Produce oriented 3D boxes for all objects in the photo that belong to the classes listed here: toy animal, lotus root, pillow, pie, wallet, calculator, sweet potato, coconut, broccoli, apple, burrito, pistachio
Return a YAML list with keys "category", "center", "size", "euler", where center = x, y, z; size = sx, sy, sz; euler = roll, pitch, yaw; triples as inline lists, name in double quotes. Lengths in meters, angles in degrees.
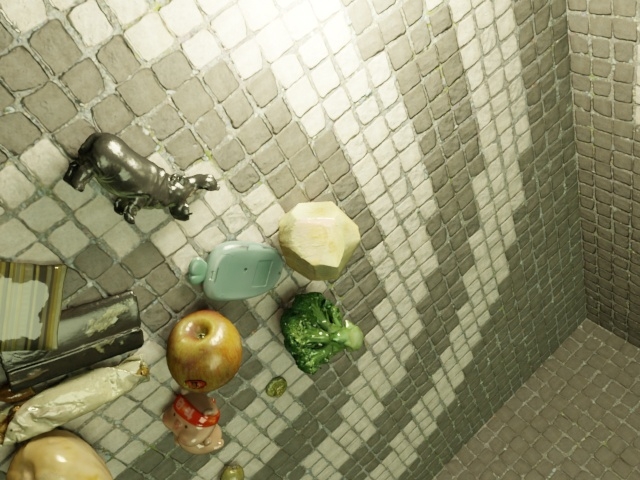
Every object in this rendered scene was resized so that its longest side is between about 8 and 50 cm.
- category: "toy animal"
  center: [-0.375, 0.546, 1.546]
  size: [0.171, 0.171, 0.198]
  euler: [-21, 129, -27]
- category: "lotus root"
  center: [-0.323, 0.882, 1.835]
  size: [0.090, 0.077, 0.183]
  euler: [8, 108, -40]
- category: "pillow"
  center: [-0.680, 0.146, 1.131]
  size: [0.212, 0.052, 0.208]
  euler: [6, 96, -34]
- category: "pie"
  center: [-0.150, 0.510, 1.790]
  size: [0.084, 0.021, 0.084]
  euler: [-15, 120, -28]
- category: "wallet"
  center: [-0.599, 0.242, 1.258]
  size: [0.321, 0.044, 0.170]
  euler: [-16, 113, -31]
- category: "calculator"
  center: [-0.234, 0.089, 1.462]
  size: [0.298, 0.041, 0.186]
  euler: [3, 113, -40]
- category: "toy animal"
  center: [-0.398, -0.122, 1.174]
  size: [0.343, 0.106, 0.168]
  euler: [19, 95, -49]
- category: "sweet potato"
  center: [-0.744, 0.363, 1.226]
  size: [0.117, 0.049, 0.049]
  euler: [-8, 120, -38]
- category: "coconut"
  center: [0.000, 0.000, 1.458]
  size: [0.237, 0.237, 0.197]
  euler: [-54, 176, 2]
- category: "broccoli"
  center: [-0.002, 0.292, 1.609]
  size: [0.270, 0.270, 0.270]
  euler: [-7, 99, -55]
- category: "apple"
  center: [-0.319, 0.305, 1.413]
  size: [0.211, 0.211, 0.188]
  euler: [-27, 131, -23]
- category: "burrito"
  center: [-0.632, 0.402, 1.321]
  size: [0.392, 0.076, 0.117]
  euler: [-19, 120, -30]
- category: "pistachio"
  center: [-0.667, 0.630, 1.336]
  size: [0.230, 0.230, 0.309]
  euler: [-38, 128, -14]
